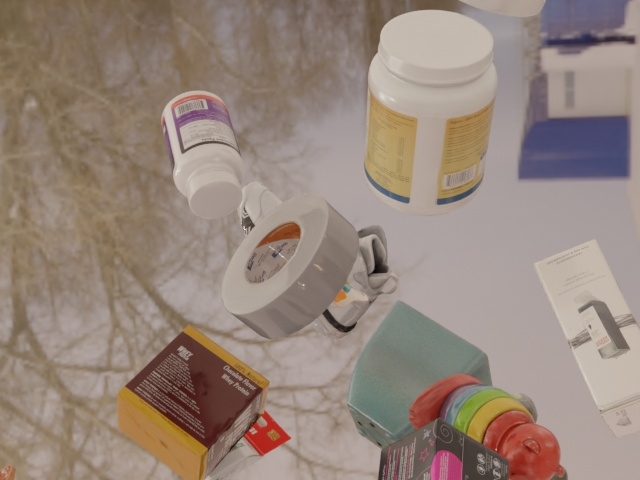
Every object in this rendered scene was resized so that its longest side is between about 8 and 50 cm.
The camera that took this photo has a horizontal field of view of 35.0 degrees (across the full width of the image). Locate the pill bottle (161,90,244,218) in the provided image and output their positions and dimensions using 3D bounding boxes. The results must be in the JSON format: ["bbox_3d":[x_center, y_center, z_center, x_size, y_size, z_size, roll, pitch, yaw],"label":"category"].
[{"bbox_3d":[-0.175,-0.128,1.537,0.108,0.108,0.193,-8,-131,-12],"label":"pill bottle"}]

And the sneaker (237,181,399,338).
[{"bbox_3d":[0.000,0.000,2.013,0.210,0.365,0.137,-39,173,32],"label":"sneaker"}]

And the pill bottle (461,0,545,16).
[{"bbox_3d":[0.291,-0.515,1.419,0.204,0.361,0.204,12,-146,-8],"label":"pill bottle"}]

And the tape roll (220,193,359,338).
[{"bbox_3d":[-0.047,0.037,1.513,0.219,0.072,0.219,-34,-148,25],"label":"tape roll"}]

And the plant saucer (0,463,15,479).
[{"bbox_3d":[-0.407,0.316,1.259,0.083,0.013,0.083,-43,-164,16],"label":"plant saucer"}]

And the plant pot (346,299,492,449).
[{"bbox_3d":[0.198,0.333,2.197,0.248,0.247,0.252,31,-115,33],"label":"plant pot"}]

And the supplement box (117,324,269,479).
[{"bbox_3d":[-0.229,0.296,1.827,0.191,0.129,0.194,33,-126,16],"label":"supplement box"}]

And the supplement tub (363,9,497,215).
[{"bbox_3d":[0.124,-0.144,1.154,0.145,0.199,0.144,1,-138,-1],"label":"supplement tub"}]

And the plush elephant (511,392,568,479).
[{"bbox_3d":[0.338,0.506,2.249,0.330,0.271,0.255,-44,-152,-16],"label":"plush elephant"}]

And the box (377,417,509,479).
[{"bbox_3d":[0.180,0.425,1.523,0.142,0.163,0.247,-37,-151,38],"label":"box"}]

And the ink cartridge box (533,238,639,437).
[{"bbox_3d":[0.372,0.130,1.322,0.092,0.217,0.158,-24,151,14],"label":"ink cartridge box"}]

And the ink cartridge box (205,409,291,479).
[{"bbox_3d":[-0.187,0.361,1.974,0.225,0.056,0.181,-25,-122,-38],"label":"ink cartridge box"}]

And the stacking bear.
[{"bbox_3d":[0.324,0.361,1.866,0.164,0.175,0.289,-45,-154,-12],"label":"stacking bear"}]

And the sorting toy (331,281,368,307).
[{"bbox_3d":[0.036,0.082,1.636,0.075,0.044,0.083,15,-174,-29],"label":"sorting toy"}]
